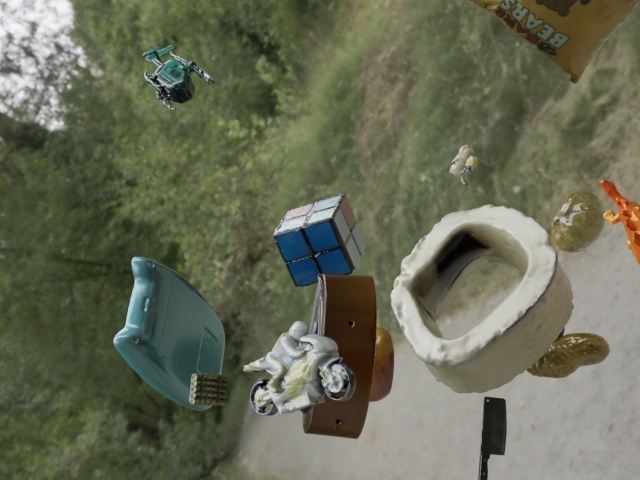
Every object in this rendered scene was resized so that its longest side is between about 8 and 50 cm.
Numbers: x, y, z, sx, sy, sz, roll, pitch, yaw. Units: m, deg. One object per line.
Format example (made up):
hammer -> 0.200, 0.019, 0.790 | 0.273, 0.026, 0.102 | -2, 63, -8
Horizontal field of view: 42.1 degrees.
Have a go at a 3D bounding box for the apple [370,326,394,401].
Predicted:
apple -> 0.115, 0.317, 2.148 | 0.195, 0.160, 0.173 | -97, -4, -61

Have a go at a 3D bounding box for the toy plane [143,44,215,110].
toy plane -> -0.274, -0.307, 1.524 | 0.096, 0.235, 0.060 | -39, -48, -8

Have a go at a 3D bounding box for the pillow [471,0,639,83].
pillow -> 0.486, -0.512, 1.654 | 0.312, 0.310, 0.119 | -52, 5, 44

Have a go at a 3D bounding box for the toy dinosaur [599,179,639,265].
toy dinosaur -> 0.580, 0.012, 1.462 | 0.070, 0.288, 0.117 | -34, 0, 15

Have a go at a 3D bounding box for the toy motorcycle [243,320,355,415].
toy motorcycle -> -0.039, 0.212, 1.383 | 0.229, 0.151, 0.074 | -20, -14, 38

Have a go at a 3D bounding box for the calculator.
calculator -> -0.296, 0.209, 1.761 | 0.386, 0.055, 0.256 | 57, -148, -52

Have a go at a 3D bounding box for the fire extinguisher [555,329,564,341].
fire extinguisher -> 0.500, 0.249, 2.124 | 0.115, 0.095, 0.311 | -17, -13, -27

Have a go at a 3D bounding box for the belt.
belt -> 0.042, 0.227, 1.694 | 0.217, 0.122, 0.338 | 120, 157, -71

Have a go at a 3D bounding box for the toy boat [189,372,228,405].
toy boat -> -0.218, 0.293, 1.630 | 0.115, 0.016, 0.063 | 23, -111, -64

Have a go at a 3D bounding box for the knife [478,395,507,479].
knife -> 0.454, 0.537, 2.190 | 0.019, 0.072, 0.245 | 136, 141, -79

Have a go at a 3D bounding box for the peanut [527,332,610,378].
peanut -> 0.639, 0.300, 2.158 | 0.095, 0.226, 0.108 | 76, 178, -48

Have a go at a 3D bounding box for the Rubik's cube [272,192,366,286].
Rubik's cube -> 0.000, -0.001, 2.214 | 0.183, 0.167, 0.180 | -15, 21, 22

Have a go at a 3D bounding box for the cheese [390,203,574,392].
cheese -> 0.290, 0.107, 1.545 | 0.332, 0.292, 0.153 | -46, -45, -11

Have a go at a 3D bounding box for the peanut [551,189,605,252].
peanut -> 0.587, -0.042, 1.886 | 0.159, 0.109, 0.140 | -48, -2, -36

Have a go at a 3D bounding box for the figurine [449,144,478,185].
figurine -> 0.321, -0.165, 1.823 | 0.047, 0.050, 0.083 | -21, -35, -32
